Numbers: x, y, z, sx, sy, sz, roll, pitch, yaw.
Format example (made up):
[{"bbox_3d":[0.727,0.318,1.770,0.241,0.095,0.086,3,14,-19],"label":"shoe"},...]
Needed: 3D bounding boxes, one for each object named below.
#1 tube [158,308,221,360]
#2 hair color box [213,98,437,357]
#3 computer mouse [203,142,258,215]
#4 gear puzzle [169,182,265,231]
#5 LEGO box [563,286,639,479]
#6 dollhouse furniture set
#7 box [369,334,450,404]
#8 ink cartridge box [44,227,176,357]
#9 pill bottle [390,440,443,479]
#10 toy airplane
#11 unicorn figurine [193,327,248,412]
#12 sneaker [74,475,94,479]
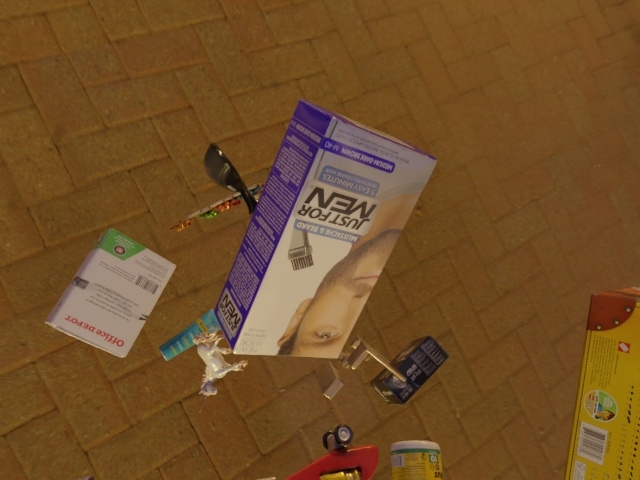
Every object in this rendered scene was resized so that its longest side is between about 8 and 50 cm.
[{"bbox_3d":[-0.423,0.312,1.548,0.207,0.052,0.080,-33,115,-19],"label":"tube"},{"bbox_3d":[0.000,0.000,0.670,0.185,0.110,0.338,12,112,-34],"label":"hair color box"},{"bbox_3d":[-0.210,-0.127,1.152,0.060,0.262,0.184,-37,87,-4],"label":"computer mouse"},{"bbox_3d":[-0.333,-0.095,1.513,0.339,0.175,0.044,-24,96,7],"label":"gear puzzle"},{"bbox_3d":[0.588,0.336,0.802,0.373,0.193,0.499,1,97,-42],"label":"LEGO box"},{"bbox_3d":[0.094,0.332,1.150,0.123,0.144,0.151,40,89,-10],"label":"dollhouse furniture set"},{"bbox_3d":[0.234,0.347,1.266,0.180,0.147,0.077,-40,82,-18],"label":"box"},{"bbox_3d":[-0.571,0.145,1.301,0.211,0.122,0.289,38,63,-29],"label":"ink cartridge box"},{"bbox_3d":[0.223,0.573,1.073,0.118,0.117,0.208,13,56,-18],"label":"pill bottle"},{"bbox_3d":[-0.021,0.735,1.335,0.384,0.386,0.272,-36,71,13],"label":"toy airplane"},{"bbox_3d":[-0.209,0.251,0.958,0.111,0.060,0.161,-15,96,16],"label":"unicorn figurine"},{"bbox_3d":[-0.739,0.767,1.412,0.061,0.152,0.053,-5,100,6],"label":"sneaker"}]
